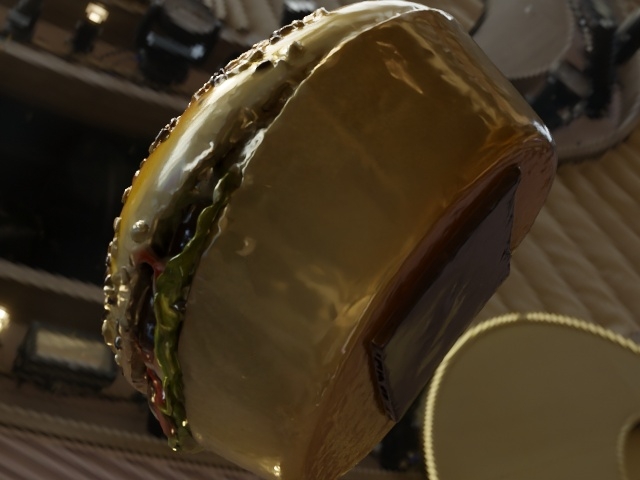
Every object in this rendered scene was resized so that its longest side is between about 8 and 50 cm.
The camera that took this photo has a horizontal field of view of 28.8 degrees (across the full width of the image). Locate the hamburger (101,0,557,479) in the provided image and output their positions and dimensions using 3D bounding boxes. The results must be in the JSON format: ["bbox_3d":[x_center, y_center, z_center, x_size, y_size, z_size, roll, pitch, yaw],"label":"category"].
[{"bbox_3d":[0.000,0.000,0.726,0.176,0.300,0.300,36,-145,20],"label":"hamburger"}]
